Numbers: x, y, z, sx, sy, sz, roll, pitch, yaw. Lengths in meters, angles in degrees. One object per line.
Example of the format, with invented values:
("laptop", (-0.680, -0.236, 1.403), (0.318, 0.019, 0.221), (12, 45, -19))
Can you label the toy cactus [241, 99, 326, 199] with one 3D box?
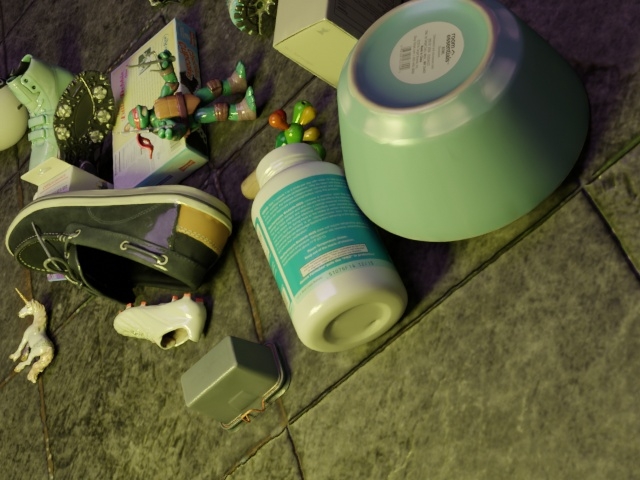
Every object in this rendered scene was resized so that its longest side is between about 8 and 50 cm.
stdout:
("toy cactus", (-0.062, -0.100, 1.493), (0.180, 0.112, 0.219), (-23, 63, 49))

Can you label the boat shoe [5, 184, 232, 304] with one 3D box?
("boat shoe", (-0.356, 0.019, 1.658), (0.500, 0.187, 0.156), (-4, 63, 38))

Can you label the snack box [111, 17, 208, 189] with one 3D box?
("snack box", (-0.295, -0.228, 1.819), (0.187, 0.060, 0.322), (-32, 49, 29))

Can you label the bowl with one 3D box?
("bowl", (0.143, -0.170, 1.192), (0.311, 0.163, 0.311), (-14, 53, 20))

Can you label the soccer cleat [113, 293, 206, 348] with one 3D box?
("soccer cleat", (-0.257, 0.135, 1.583), (0.196, 0.068, 0.076), (-14, 62, 38))

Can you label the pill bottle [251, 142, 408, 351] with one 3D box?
("pill bottle", (0.000, 0.000, 1.301), (0.146, 0.146, 0.264), (-40, 55, 24))

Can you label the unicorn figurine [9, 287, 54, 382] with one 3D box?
("unicorn figurine", (-0.524, 0.181, 1.845), (0.162, 0.060, 0.111), (40, 99, 32))

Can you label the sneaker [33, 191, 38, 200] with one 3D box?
("sneaker", (-0.536, -0.039, 1.951), (0.158, 0.061, 0.065), (-48, 60, 53))

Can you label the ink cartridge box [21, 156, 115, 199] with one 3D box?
("ink cartridge box", (-0.426, -0.070, 1.776), (0.104, 0.181, 0.062), (-24, 53, 36))

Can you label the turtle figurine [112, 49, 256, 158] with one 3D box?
("turtle figurine", (-0.228, -0.223, 1.643), (0.118, 0.234, 0.175), (102, 154, -64))

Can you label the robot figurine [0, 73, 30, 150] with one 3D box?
("robot figurine", (-0.760, -0.292, 2.246), (0.278, 0.173, 0.209), (19, 91, 49))

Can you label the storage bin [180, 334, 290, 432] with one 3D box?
("storage bin", (-0.122, 0.196, 1.389), (0.135, 0.091, 0.098), (-42, 45, 23))

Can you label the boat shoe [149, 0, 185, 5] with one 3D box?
("boat shoe", (-0.321, -0.496, 1.982), (0.206, 0.075, 0.065), (13, 76, 44))

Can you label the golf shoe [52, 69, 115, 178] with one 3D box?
("golf shoe", (-0.448, -0.192, 1.877), (0.120, 0.105, 0.273), (-119, 40, -62))

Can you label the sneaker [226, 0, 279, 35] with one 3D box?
("sneaker", (-0.075, -0.490, 1.701), (0.283, 0.110, 0.122), (-52, 38, 11))

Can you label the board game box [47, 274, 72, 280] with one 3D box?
("board game box", (-0.476, 0.006, 1.901), (0.168, 0.033, 0.133), (-6, 65, 44))

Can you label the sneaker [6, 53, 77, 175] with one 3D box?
("sneaker", (-0.592, -0.253, 2.071), (0.094, 0.151, 0.256), (-10, 64, 41))

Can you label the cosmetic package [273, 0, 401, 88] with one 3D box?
("cosmetic package", (0.035, -0.398, 1.498), (0.113, 0.160, 0.309), (-16, 57, 41))
